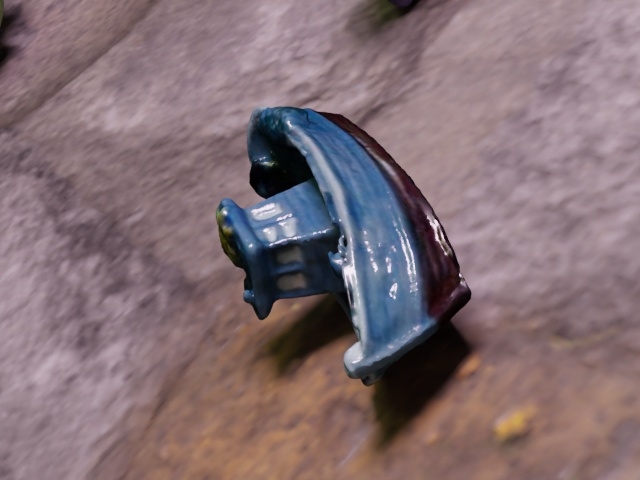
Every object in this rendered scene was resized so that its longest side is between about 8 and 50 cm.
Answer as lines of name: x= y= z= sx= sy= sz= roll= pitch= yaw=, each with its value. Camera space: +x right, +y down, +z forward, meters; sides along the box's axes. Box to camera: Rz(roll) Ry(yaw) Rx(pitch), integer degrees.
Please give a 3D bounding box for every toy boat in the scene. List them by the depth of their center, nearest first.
toy boat: x=0.000 y=0.000 z=0.475 sx=0.060 sy=0.060 sz=0.137 roll=-19 pitch=37 yaw=-12

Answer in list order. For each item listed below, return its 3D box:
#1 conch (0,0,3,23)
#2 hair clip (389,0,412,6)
conch: x=-0.267 y=-0.164 z=0.818 sx=0.250 sy=0.143 sz=0.137 roll=32 pitch=114 yaw=35
hair clip: x=0.032 y=-0.195 z=0.687 sx=0.137 sy=0.090 sz=0.278 roll=-35 pitch=23 yaw=23
